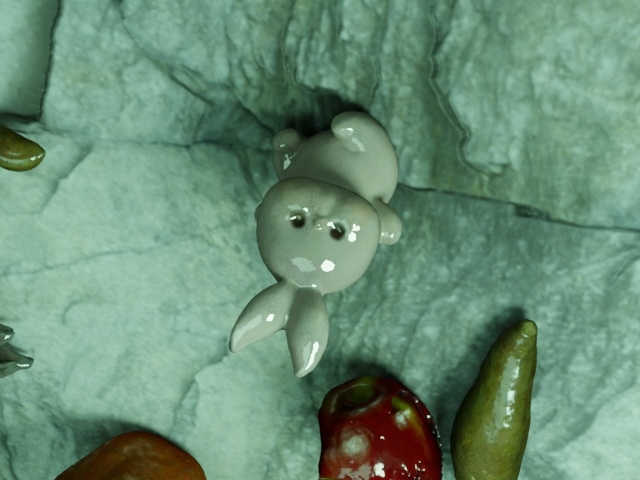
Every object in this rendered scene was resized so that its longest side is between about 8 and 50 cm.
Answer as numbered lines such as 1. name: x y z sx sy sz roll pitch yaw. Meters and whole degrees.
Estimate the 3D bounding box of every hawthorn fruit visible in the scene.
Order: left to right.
1. hawthorn fruit: -0.200 0.291 1.497 0.189 0.189 0.189 10 133 11

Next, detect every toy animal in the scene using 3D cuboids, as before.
1. toy animal: -0.001 -0.001 1.136 0.124 0.212 0.124 10 140 8

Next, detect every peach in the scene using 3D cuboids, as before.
1. peach: 0.066 0.203 1.350 0.092 0.127 0.172 -15 128 26

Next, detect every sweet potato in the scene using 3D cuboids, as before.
1. sweet potato: -0.322 -0.091 1.279 0.182 0.054 0.053 4 98 20
2. sweet potato: 0.156 0.166 1.324 0.077 0.077 0.244 10 130 12

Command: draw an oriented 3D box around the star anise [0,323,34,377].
1. star anise: -0.396 0.098 1.469 0.182 0.065 0.195 -1 134 23
